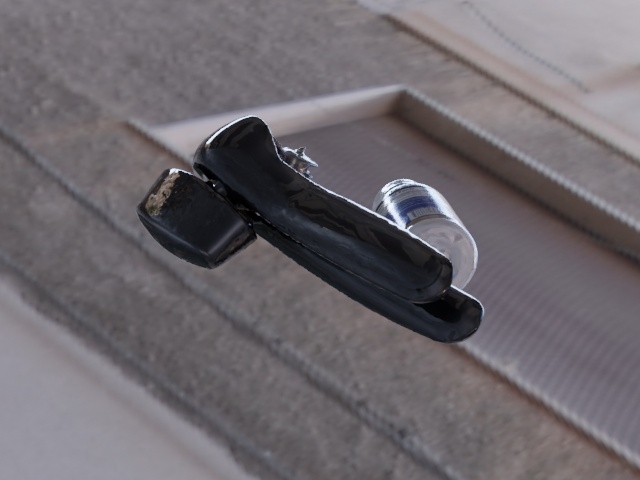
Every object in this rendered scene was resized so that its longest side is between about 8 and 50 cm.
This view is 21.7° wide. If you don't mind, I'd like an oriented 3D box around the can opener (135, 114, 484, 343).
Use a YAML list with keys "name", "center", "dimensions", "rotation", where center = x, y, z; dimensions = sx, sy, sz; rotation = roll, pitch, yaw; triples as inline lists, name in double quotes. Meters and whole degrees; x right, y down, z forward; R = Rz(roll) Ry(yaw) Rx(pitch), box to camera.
- name: "can opener"
  center: [0.000, 0.000, 0.689]
  dimensions: [0.186, 0.059, 0.073]
  rotation: [26, -101, 44]

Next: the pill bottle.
- name: "pill bottle"
  center: [0.076, -0.005, 1.302]
  dimensions: [0.120, 0.067, 0.067]
  rotation: [-116, -146, -66]
